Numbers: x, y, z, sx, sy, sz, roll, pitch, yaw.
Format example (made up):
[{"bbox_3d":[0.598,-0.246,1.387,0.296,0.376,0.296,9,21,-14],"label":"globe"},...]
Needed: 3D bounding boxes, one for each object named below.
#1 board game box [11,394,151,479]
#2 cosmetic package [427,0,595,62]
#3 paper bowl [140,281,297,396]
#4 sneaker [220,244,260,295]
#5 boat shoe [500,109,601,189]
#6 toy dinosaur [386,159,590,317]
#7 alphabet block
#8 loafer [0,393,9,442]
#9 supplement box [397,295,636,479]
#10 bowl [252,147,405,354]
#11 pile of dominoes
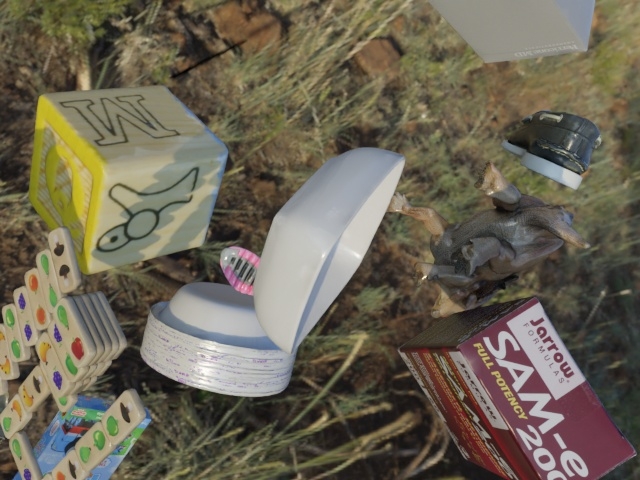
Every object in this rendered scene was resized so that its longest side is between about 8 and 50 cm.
[{"bbox_3d":[-0.428,0.377,1.337,0.160,0.211,0.039,24,18,-43],"label":"board game box"},{"bbox_3d":[0.176,-0.276,0.739,0.238,0.127,0.107,28,71,-47],"label":"cosmetic package"},{"bbox_3d":[-0.180,0.170,1.384,0.284,0.284,0.148,5,101,-51],"label":"paper bowl"},{"bbox_3d":[-0.072,0.041,0.872,0.119,0.047,0.057,38,7,-28],"label":"sneaker"},{"bbox_3d":[0.336,-0.141,1.072,0.114,0.091,0.302,26,14,-3],"label":"boat shoe"},{"bbox_3d":[0.205,0.004,0.847,0.200,0.296,0.127,13,70,-33],"label":"toy dinosaur"},{"bbox_3d":[-0.280,-0.094,1.070,0.197,0.192,0.193,-15,47,-42],"label":"alphabet block"},{"bbox_3d":[-0.483,0.271,1.085,0.056,0.050,0.147,6,99,-54],"label":"loafer"},{"bbox_3d":[0.146,0.126,0.622,0.130,0.073,0.239,58,-9,6],"label":"supplement box"},{"bbox_3d":[0.000,0.000,0.562,0.053,0.142,0.142,31,47,9],"label":"bowl"},{"bbox_3d":[-0.264,0.131,0.694,0.040,0.251,0.196,-8,60,-50],"label":"pile of dominoes"}]
